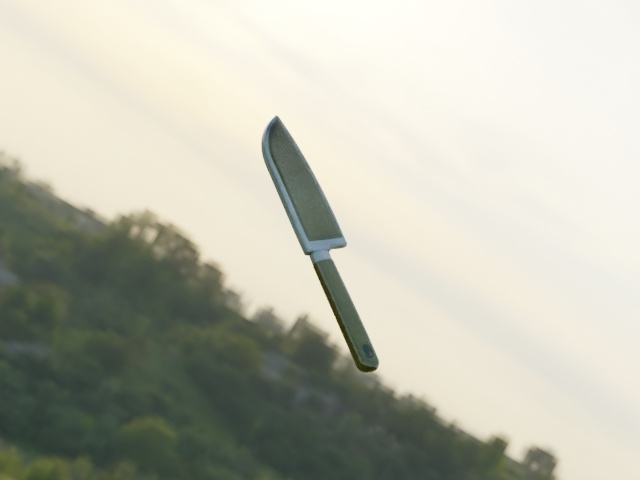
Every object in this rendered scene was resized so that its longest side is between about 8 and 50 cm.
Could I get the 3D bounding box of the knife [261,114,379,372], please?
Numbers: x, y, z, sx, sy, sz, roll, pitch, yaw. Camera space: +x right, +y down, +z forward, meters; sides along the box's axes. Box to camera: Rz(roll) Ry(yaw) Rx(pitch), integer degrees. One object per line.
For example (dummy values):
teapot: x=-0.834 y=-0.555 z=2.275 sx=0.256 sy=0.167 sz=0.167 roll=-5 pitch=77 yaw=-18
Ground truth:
knife: x=0.000 y=0.001 z=1.562 sx=0.046 sy=0.022 sz=0.256 roll=-8 pitch=63 yaw=-34
